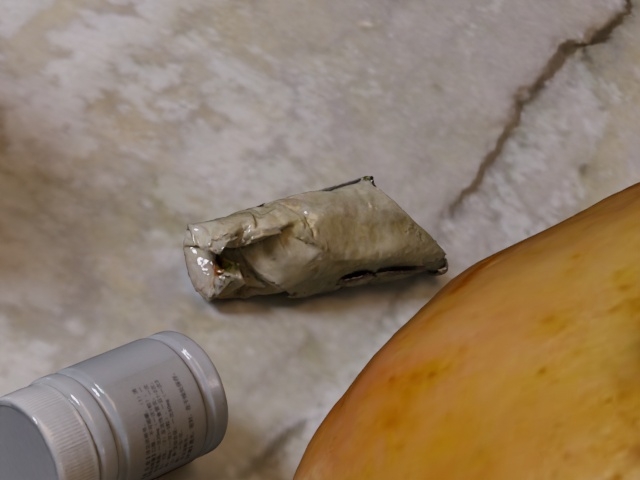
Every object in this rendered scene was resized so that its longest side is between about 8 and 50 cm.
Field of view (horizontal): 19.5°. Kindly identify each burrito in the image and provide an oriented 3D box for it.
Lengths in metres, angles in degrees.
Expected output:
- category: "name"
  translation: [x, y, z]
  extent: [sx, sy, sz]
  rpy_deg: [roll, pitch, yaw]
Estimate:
- category: "burrito"
  translation: [0.000, 0.000, 0.925]
  extent: [0.149, 0.055, 0.041]
  rpy_deg: [-8, 19, -30]

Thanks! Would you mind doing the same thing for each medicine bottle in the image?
- category: "medicine bottle"
  translation: [-0.090, 0.078, 0.786]
  extent: [0.091, 0.058, 0.058]
  rpy_deg: [-21, 57, -40]

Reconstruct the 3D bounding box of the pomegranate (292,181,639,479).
- category: "pomegranate"
  translation: [0.187, 0.163, 0.603]
  extent: [0.411, 0.411, 0.411]
  rpy_deg: [14, 41, -12]
